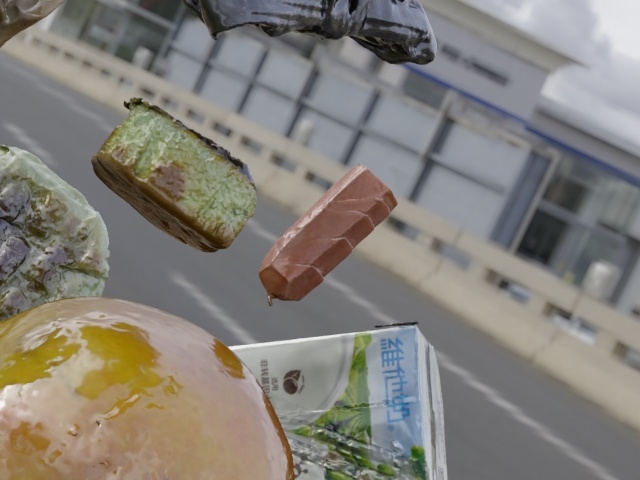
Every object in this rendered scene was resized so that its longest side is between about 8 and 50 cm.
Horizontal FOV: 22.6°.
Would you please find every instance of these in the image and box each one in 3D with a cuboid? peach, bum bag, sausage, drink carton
[{"bbox_3d":[-0.190,0.196,1.330,0.290,0.373,0.372,63,-4,-11],"label":"peach"},{"bbox_3d":[-0.014,-0.211,1.252,0.340,0.095,0.144,-3,63,-57],"label":"bum bag"},{"bbox_3d":[0.000,0.000,1.627,0.065,0.169,0.065,45,-7,7],"label":"sausage"},{"bbox_3d":[-0.034,0.214,1.717,0.324,0.194,0.132,-8,-21,13],"label":"drink carton"}]

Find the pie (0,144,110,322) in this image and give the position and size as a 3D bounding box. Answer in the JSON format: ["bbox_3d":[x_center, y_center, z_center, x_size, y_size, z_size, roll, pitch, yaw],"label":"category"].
[{"bbox_3d":[-0.400,0.017,1.928,0.306,0.306,0.071,25,-21,-12],"label":"pie"}]

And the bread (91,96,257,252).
[{"bbox_3d":[-0.122,-0.050,1.333,0.140,0.069,0.128,35,-12,-6],"label":"bread"}]

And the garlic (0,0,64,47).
[{"bbox_3d":[-0.359,-0.270,1.315,0.325,0.279,0.132,44,18,-26],"label":"garlic"}]
